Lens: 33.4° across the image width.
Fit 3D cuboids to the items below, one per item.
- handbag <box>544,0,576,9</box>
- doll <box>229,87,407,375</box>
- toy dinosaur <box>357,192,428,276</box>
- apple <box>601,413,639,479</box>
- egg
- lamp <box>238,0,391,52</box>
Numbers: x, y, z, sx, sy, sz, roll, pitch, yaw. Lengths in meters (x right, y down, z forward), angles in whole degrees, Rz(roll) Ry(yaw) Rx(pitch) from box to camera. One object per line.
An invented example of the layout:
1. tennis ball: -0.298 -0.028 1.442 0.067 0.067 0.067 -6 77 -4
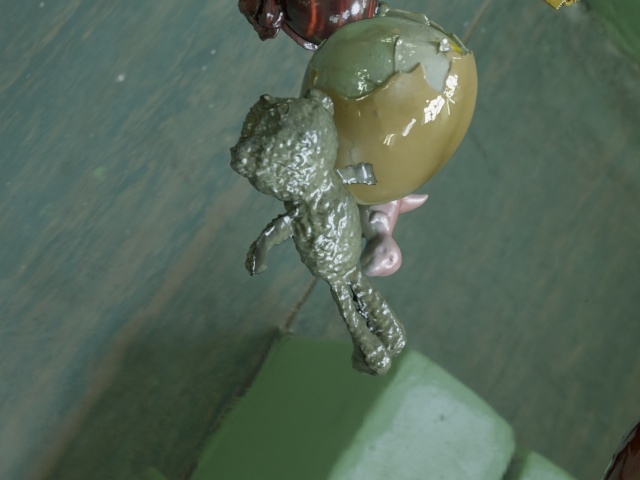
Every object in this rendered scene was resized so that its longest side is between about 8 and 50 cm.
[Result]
1. handbag: 0.130 -0.163 0.617 0.061 0.027 0.083 38 27 11
2. doll: 0.011 -0.012 1.063 0.286 0.091 0.203 40 70 -30
3. toy dinosaur: 0.105 -0.048 1.691 0.177 0.152 0.194 56 38 3
4. apple: 0.264 0.182 0.561 0.272 0.206 0.252 29 67 -35
5. egg: 0.072 -0.151 1.245 0.201 0.244 0.201 12 35 -9
6. lamp: 0.000 -0.367 1.537 0.223 0.151 0.215 -6 121 -27
